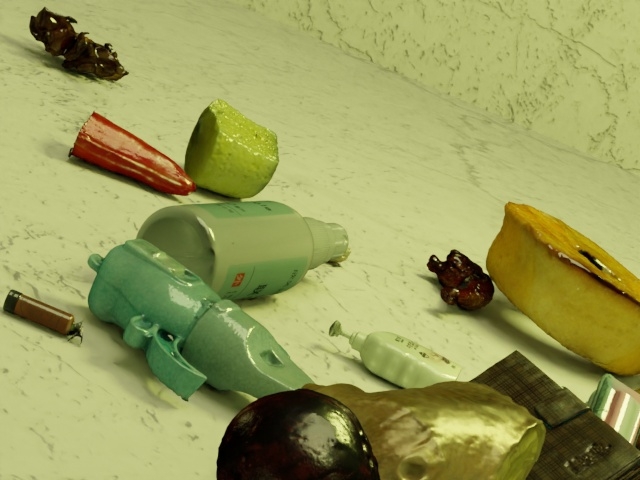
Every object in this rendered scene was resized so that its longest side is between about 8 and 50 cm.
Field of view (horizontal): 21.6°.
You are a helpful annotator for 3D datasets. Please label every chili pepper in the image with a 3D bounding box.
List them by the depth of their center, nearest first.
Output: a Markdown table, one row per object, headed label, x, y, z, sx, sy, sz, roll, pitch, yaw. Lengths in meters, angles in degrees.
| label | x | y | z | sx | sy | sz | roll | pitch | yaw |
| --- | --- | --- | --- | --- | --- | --- | --- | --- | --- |
| chili pepper | -0.236 | -0.103 | 2.179 | 0.169 | 0.065 | 0.088 | 27 | 21 | -2 |

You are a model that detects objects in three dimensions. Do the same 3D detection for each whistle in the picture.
| label | x | y | z | sx | sy | sz | roll | pitch | yaw |
| --- | --- | --- | --- | --- | --- | --- | --- | --- | --- |
| whistle | -0.123 | 0.084 | 1.642 | 0.274 | 0.093 | 0.186 | 32 | 17 | 22 |

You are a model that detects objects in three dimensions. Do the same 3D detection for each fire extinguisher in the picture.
| label | x | y | z | sx | sy | sz | roll | pitch | yaw |
| --- | --- | --- | --- | --- | --- | --- | --- | --- | --- |
| fire extinguisher | -0.262 | 0.074 | 1.602 | 0.083 | 0.022 | 0.028 | 23 | 53 | 1 |

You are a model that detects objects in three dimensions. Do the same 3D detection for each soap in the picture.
| label | x | y | z | sx | sy | sz | roll | pitch | yaw |
| --- | --- | --- | --- | --- | --- | --- | --- | --- | --- |
| soap | 0.300 | 0.209 | 1.781 | 0.056 | 0.100 | 0.149 | 29 | 41 | 4 |

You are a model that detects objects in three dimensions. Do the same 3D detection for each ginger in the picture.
| label | x | y | z | sx | sy | sz | roll | pitch | yaw |
| --- | --- | --- | --- | --- | --- | --- | --- | --- | --- |
| ginger | 0.080 | 0.187 | 1.505 | 0.221 | 0.130 | 0.275 | 16 | 8 | 11 |

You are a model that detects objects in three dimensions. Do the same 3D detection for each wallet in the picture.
| label | x | y | z | sx | sy | sz | roll | pitch | yaw |
| --- | --- | --- | --- | --- | --- | --- | --- | --- | --- |
| wallet | 0.218 | 0.201 | 1.701 | 0.230 | 0.124 | 0.042 | 41 | -21 | 54 |

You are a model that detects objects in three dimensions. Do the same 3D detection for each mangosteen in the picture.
| label | x | y | z | sx | sy | sz | roll | pitch | yaw |
| --- | --- | --- | --- | --- | --- | --- | --- | --- | --- |
| mangosteen | -0.026 | 0.193 | 1.328 | 0.152 | 0.152 | 0.152 | 21 | 15 | -6 |

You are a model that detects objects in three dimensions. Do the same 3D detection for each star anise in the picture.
| label | x | y | z | sx | sy | sz | roll | pitch | yaw |
| --- | --- | --- | --- | --- | --- | --- | --- | --- | --- |
| star anise | -0.378 | -0.300 | 2.602 | 0.177 | 0.073 | 0.234 | 29 | -2 | -6 |

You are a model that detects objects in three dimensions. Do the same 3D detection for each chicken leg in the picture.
| label | x | y | z | sx | sy | sz | roll | pitch | yaw |
| --- | --- | --- | --- | --- | --- | --- | --- | --- | --- |
| chicken leg | 0.188 | 0.059 | 2.244 | 0.089 | 0.048 | 0.219 | 18 | 16 | -7 |

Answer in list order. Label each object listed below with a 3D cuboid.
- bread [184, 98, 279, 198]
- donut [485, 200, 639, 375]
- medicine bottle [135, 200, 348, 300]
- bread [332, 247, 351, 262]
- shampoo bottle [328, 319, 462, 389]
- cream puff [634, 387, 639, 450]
| label | x | y | z | sx | sy | sz | roll | pitch | yaw |
| --- | --- | --- | --- | --- | --- | --- | --- | --- | --- |
| bread | -0.125 | -0.116 | 2.282 | 0.114 | 0.111 | 0.129 | 22 | 33 | -17 |
| donut | 0.350 | 0.071 | 2.247 | 0.303 | 0.110 | 0.303 | 32 | 13 | -8 |
| medicine bottle | -0.071 | 0.009 | 1.922 | 0.110 | 0.110 | 0.352 | 30 | 16 | 25 |
| bread | 0.000 | 0.000 | 2.204 | 0.070 | 0.035 | 0.083 | 17 | 19 | -14 |
| shampoo bottle | 0.079 | 0.128 | 1.854 | 0.152 | 0.045 | 0.077 | 24 | 15 | 8 |
| cream puff | 0.407 | 0.206 | 1.956 | 0.094 | 0.122 | 0.116 | 44 | -15 | 36 |
